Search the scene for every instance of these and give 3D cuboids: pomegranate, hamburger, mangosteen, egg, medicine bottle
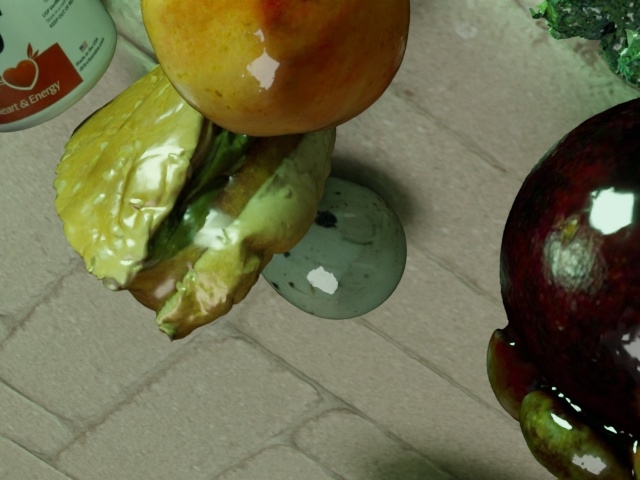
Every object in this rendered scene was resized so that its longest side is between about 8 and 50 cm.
[{"bbox_3d":[-0.032,-0.171,1.182,0.209,0.209,0.209,19,147,13],"label":"pomegranate"},{"bbox_3d":[-0.092,-0.076,1.353,0.209,0.330,0.162,-38,108,11],"label":"hamburger"},{"bbox_3d":[0.260,0.063,1.165,0.307,0.347,0.307,27,180,0],"label":"mangosteen"},{"bbox_3d":[0.000,0.000,1.467,0.164,0.131,0.131,28,148,13],"label":"egg"},{"bbox_3d":[-0.301,-0.238,1.329,0.157,0.157,0.289,2,140,35],"label":"medicine bottle"}]

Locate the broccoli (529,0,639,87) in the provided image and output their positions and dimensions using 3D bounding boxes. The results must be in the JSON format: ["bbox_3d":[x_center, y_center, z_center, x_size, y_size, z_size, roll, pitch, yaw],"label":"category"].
[{"bbox_3d":[0.219,-0.212,0.933,0.270,0.270,0.270,49,167,43],"label":"broccoli"}]
